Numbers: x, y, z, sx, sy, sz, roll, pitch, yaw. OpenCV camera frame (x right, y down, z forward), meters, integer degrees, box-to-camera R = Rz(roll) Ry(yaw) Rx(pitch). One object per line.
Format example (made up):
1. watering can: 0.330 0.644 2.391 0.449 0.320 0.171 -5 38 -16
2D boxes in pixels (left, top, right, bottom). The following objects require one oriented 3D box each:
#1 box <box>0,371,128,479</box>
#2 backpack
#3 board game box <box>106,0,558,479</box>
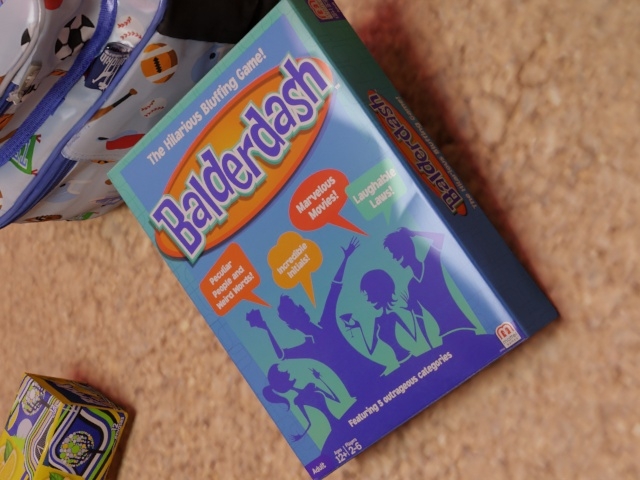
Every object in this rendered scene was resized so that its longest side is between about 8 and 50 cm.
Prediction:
1. box: -0.187 0.177 0.885 0.059 0.054 0.169 25 97 48
2. backpack: -0.183 -0.133 0.830 0.277 0.213 0.263 57 132 24
3. board game box: 0.000 0.000 0.721 0.160 0.047 0.210 -40 80 32
